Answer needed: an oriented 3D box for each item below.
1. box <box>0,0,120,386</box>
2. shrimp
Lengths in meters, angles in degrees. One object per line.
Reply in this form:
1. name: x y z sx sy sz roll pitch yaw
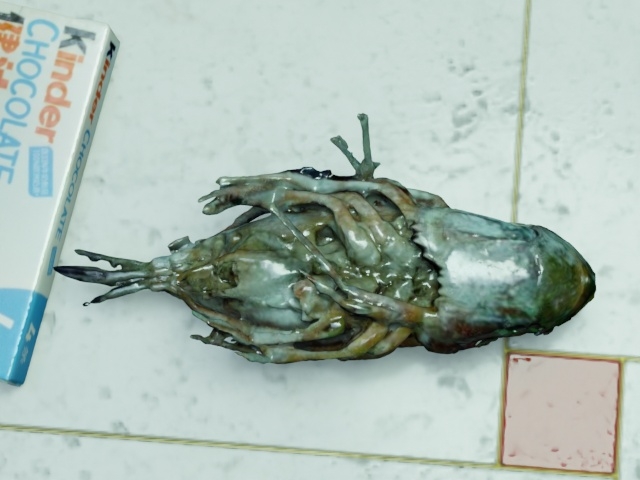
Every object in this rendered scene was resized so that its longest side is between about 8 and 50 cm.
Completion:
1. box: -0.308 -0.055 1.288 0.265 0.048 0.273 13 81 6
2. shrimp: 0.002 0.000 1.207 0.372 0.137 0.172 4 90 -4
